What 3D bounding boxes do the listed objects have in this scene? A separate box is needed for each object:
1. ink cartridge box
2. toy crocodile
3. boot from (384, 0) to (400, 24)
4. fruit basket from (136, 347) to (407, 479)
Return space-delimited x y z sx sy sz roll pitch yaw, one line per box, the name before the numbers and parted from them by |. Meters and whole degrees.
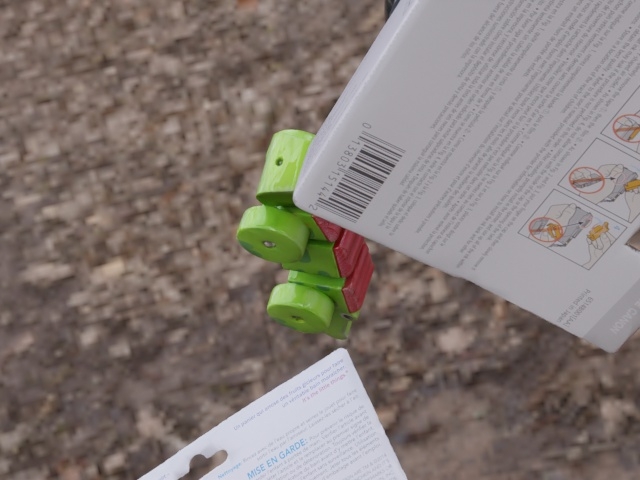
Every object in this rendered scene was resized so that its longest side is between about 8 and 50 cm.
ink cartridge box | 0.156 -0.075 1.058 0.261 0.296 0.066 25 47 -9
toy crocodile | 0.000 0.000 1.548 0.105 0.340 0.115 11 62 18
boot | 0.076 -0.308 1.408 0.367 0.146 0.445 -1 44 -48
fruit basket | -0.037 0.317 1.338 0.327 0.165 0.353 -35 55 15
